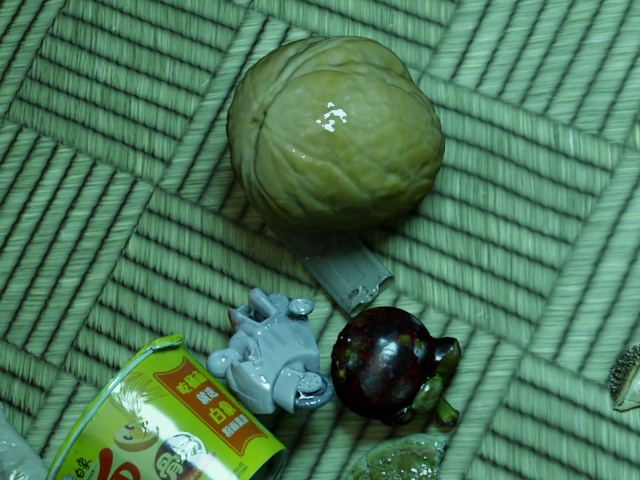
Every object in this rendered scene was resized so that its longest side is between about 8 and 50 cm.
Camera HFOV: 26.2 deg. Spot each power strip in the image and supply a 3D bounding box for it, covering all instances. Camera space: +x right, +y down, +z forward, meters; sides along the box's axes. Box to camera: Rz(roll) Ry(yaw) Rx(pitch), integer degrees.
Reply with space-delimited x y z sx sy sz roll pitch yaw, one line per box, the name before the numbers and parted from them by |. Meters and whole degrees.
power strip | 0.000 0.000 2.094 0.092 0.034 0.268 -44 66 2

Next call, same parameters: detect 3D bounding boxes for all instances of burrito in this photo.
burrito | -0.479 0.383 2.103 0.143 0.105 0.299 -41 64 -1

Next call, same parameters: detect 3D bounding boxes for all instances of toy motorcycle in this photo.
toy motorcycle | -0.081 0.165 1.984 0.171 0.110 0.260 -9 35 -11

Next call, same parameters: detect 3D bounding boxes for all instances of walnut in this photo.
walnut | 0.023 -0.148 1.983 0.333 0.333 0.332 -5 72 17

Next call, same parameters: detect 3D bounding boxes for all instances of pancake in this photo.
pancake | 0.125 0.398 1.928 0.254 0.037 0.253 -5 72 16

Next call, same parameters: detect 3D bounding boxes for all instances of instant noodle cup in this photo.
instant noodle cup | -0.199 0.310 1.884 0.221 0.311 0.311 34 87 12

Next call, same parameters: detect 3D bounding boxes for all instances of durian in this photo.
durian | 0.442 0.177 1.896 0.130 0.052 0.066 -42 104 6

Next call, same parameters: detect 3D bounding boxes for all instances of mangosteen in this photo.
mangosteen | 0.106 0.174 1.947 0.184 0.172 0.172 0 72 -9
